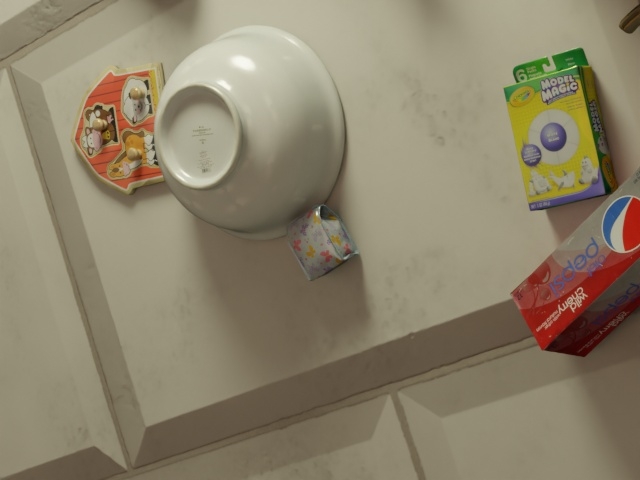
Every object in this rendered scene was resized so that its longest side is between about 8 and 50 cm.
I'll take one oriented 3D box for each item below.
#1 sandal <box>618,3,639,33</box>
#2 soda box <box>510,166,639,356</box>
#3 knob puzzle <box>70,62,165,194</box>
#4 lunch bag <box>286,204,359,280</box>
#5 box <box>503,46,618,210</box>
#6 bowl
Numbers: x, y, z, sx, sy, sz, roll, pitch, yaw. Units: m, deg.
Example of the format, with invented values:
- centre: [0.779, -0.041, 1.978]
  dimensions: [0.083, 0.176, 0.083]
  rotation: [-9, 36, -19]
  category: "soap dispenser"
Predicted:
- centre: [0.414, -0.275, 1.666]
  dimensions: [0.180, 0.072, 0.049]
  rotation: [-34, 91, 34]
  category: "sandal"
- centre: [0.344, 0.018, 1.721]
  dimensions: [0.263, 0.083, 0.092]
  rotation: [-48, 50, 30]
  category: "soda box"
- centre: [-0.300, -0.161, 2.201]
  dimensions: [0.213, 0.030, 0.213]
  rotation: [5, 98, 35]
  category: "knob puzzle"
- centre: [0.000, 0.000, 1.993]
  dimensions: [0.071, 0.053, 0.083]
  rotation: [-35, 85, 35]
  category: "lunch bag"
- centre: [0.283, -0.133, 1.786]
  dimensions: [0.105, 0.043, 0.179]
  rotation: [-14, 85, 35]
  category: "box"
- centre: [-0.125, -0.142, 2.017]
  dimensions: [0.298, 0.134, 0.298]
  rotation: [4, 97, 35]
  category: "bowl"
